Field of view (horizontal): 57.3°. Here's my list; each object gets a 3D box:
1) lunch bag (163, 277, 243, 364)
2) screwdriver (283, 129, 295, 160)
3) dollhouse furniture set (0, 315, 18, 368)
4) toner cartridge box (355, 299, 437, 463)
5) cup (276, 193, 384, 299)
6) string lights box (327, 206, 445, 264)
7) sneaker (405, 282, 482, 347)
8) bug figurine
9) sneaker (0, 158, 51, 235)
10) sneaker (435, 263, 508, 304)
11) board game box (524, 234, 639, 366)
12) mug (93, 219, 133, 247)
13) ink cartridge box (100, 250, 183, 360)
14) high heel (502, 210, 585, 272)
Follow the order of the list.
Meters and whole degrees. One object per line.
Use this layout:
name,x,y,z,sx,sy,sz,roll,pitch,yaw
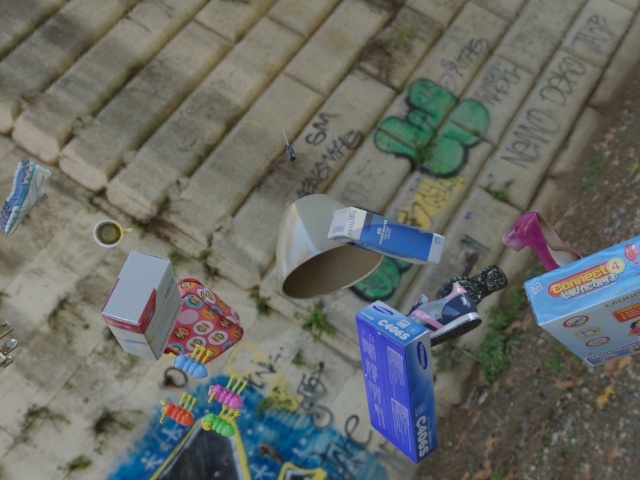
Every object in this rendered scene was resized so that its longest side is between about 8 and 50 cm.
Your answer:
lunch bag,-0.427,0.286,1.928,0.258,0.293,0.120,-38,37,6
screwdriver,-0.106,-0.303,1.848,0.025,0.169,0.024,-31,-47,6
dollhouse furniture set,-0.916,0.282,1.673,0.123,0.144,0.151,-45,1,-38
toner cartridge box,0.174,0.321,1.323,0.075,0.165,0.347,-26,-57,-28
cup,0.000,0.000,1.788,0.331,0.236,0.331,-17,-27,-9
string lights box,0.163,-0.007,1.470,0.133,0.260,0.076,172,114,-73
sneaker,0.263,0.222,1.570,0.319,0.131,0.112,-24,-29,16
bug figurine,-0.296,0.396,1.460,0.072,0.216,0.278,-58,-10,-55
sneaker,-0.704,-0.095,1.410,0.083,0.071,0.190,18,-80,-53
sneaker,0.471,0.170,1.874,0.287,0.109,0.130,-12,-23,-31
board game box,0.565,0.101,1.023,0.308,0.302,0.086,-28,51,27
mug,-0.478,-0.012,1.345,0.062,0.078,0.064,-69,16,-7
ink cartridge box,-0.310,0.120,1.036,0.175,0.073,0.127,98,-172,-58
high heel,0.537,0.015,1.301,0.082,0.244,0.117,-61,3,-33
